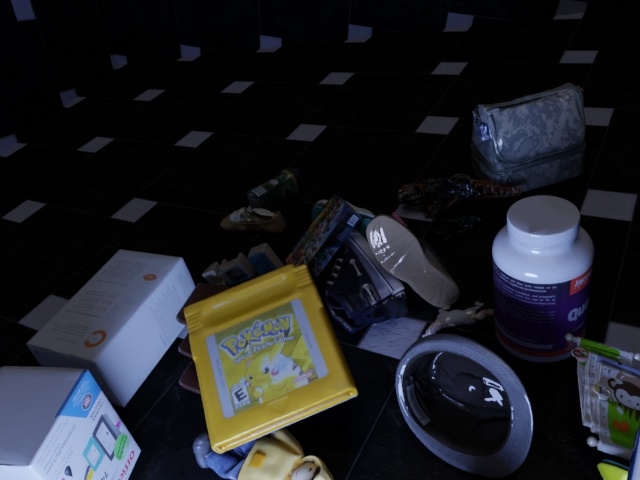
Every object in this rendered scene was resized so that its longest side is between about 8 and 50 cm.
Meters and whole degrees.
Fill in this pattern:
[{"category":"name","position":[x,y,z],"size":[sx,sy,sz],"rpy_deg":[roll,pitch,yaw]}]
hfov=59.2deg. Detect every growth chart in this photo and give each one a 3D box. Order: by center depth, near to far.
[{"category":"growth chart","position":[0.534,0.283,1.003],"size":[0.172,0.021,0.237],"rpy_deg":[11,49,-1]}]

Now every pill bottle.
[{"category":"pill bottle","position":[0.434,0.078,1.111],"size":[0.182,0.323,0.181],"rpy_deg":[-9,37,7]}]

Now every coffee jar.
[{"category":"coffee jar","position":[-0.139,-0.157,1.793],"size":[0.184,0.096,0.079],"rpy_deg":[-35,44,-26]}]

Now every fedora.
[{"category":"fedora","position":[0.275,0.282,1.027],"size":[0.275,0.243,0.124],"rpy_deg":[10,13,41]}]

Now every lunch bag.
[{"category":"lunch bag","position":[0.584,-0.296,1.602],"size":[0.305,0.256,0.212],"rpy_deg":[-15,37,0]}]

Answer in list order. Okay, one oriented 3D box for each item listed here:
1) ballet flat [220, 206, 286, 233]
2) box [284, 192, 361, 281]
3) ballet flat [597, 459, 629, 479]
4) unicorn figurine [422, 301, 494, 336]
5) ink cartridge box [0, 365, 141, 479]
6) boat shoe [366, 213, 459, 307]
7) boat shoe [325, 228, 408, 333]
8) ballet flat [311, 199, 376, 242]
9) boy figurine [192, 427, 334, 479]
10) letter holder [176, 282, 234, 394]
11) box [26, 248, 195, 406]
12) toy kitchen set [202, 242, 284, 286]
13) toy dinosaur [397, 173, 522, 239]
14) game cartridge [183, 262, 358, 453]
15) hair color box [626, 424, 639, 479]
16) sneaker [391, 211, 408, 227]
[{"category":"ballet flat","position":[-0.211,-0.070,1.724],"size":[0.232,0.073,0.080],"rpy_deg":[4,40,23]},{"category":"box","position":[0.000,0.000,1.450],"size":[0.233,0.044,0.159],"rpy_deg":[-54,21,8]},{"category":"ballet flat","position":[0.531,0.419,0.852],"size":[0.231,0.077,0.077],"rpy_deg":[20,62,35]},{"category":"unicorn figurine","position":[0.292,0.174,1.236],"size":[0.162,0.060,0.111],"rpy_deg":[-32,-4,32]},{"category":"ink cartridge box","position":[-0.506,0.399,1.051],"size":[0.197,0.270,0.198],"rpy_deg":[-2,39,14]},{"category":"boat shoe","position":[0.211,0.040,1.309],"size":[0.103,0.285,0.092],"rpy_deg":[-44,17,18]},{"category":"boat shoe","position":[0.062,0.085,1.385],"size":[0.158,0.127,0.340],"rpy_deg":[-19,37,-18]},{"category":"ballet flat","position":[0.137,-0.029,1.526],"size":[0.139,0.139,0.400],"rpy_deg":[-33,39,-23]},{"category":"boy figurine","position":[-0.103,0.421,1.041],"size":[0.285,0.092,0.177],"rpy_deg":[10,40,33]},{"category":"letter holder","position":[-0.176,0.235,1.256],"size":[0.302,0.152,0.214],"rpy_deg":[5,43,24]},{"category":"box","position":[-0.489,0.201,1.387],"size":[0.215,0.168,0.345],"rpy_deg":[6,41,25]},{"category":"toy kitchen set","position":[-0.208,0.130,1.460],"size":[0.207,0.122,0.166],"rpy_deg":[-20,32,27]},{"category":"toy dinosaur","position":[0.374,-0.133,1.563],"size":[0.322,0.164,0.218],"rpy_deg":[-24,15,23]},{"category":"game cartridge","position":[-0.112,0.213,1.118],"size":[0.285,0.052,0.323],"rpy_deg":[-23,53,-2]},{"category":"hair color box","position":[0.487,0.430,0.745],"size":[0.174,0.105,0.347],"rpy_deg":[12,60,29]},{"category":"sneaker","position":[0.215,-0.028,1.563],"size":[0.057,0.047,0.119],"rpy_deg":[-37,37,4]}]
